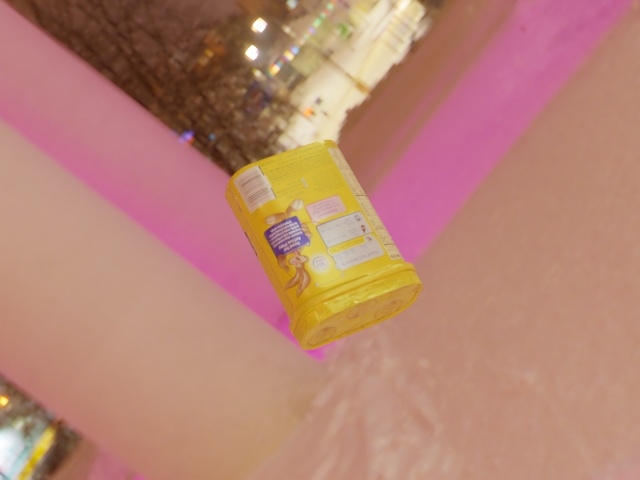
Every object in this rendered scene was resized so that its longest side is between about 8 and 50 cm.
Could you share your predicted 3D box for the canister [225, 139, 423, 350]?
[{"bbox_3d":[0.000,0.000,1.104,0.126,0.170,0.073,-20,-23,-22],"label":"canister"}]
